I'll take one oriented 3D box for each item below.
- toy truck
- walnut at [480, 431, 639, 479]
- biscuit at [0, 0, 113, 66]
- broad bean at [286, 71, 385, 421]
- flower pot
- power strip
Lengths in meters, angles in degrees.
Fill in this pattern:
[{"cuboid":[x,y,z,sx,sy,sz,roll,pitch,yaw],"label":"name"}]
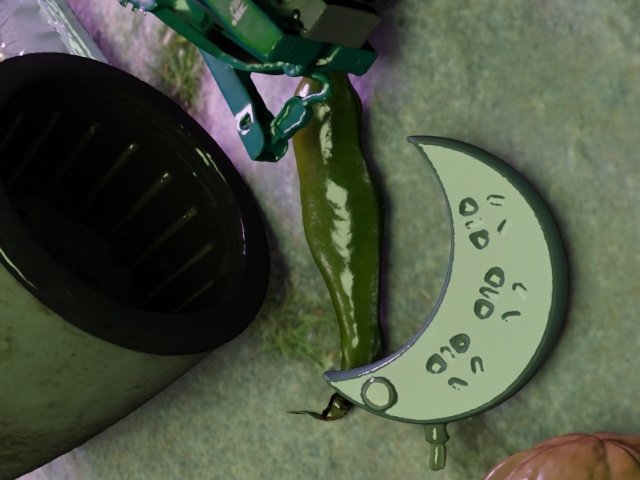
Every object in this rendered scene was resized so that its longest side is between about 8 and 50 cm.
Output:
[{"cuboid":[-0.088,-0.247,1.205,0.178,0.176,0.363,-50,62,25],"label":"toy truck"},{"cuboid":[0.191,0.243,1.062,0.213,0.213,0.213,3,96,33],"label":"walnut"},{"cuboid":[-0.327,-0.121,1.432,0.309,0.079,0.186,-39,78,31],"label":"biscuit"},{"cuboid":[0.010,0.002,1.241,0.098,0.056,0.318,8,100,32],"label":"broad bean"},{"cuboid":[-0.253,0.045,1.291,0.330,0.293,0.293,-41,72,36],"label":"flower pot"},{"cuboid":[0.103,0.054,1.163,0.167,0.054,0.253,20,99,18],"label":"power strip"}]
